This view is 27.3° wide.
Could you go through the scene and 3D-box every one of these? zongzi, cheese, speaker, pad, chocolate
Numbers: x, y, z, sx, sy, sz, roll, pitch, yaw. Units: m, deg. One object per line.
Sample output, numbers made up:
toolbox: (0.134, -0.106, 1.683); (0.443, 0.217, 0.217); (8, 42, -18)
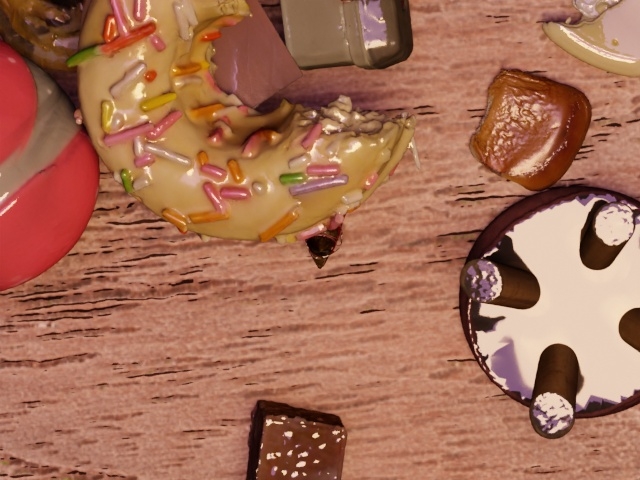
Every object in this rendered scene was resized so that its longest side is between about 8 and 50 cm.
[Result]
zongzi: (0.000, 0.000, 1.531); (0.067, 0.073, 0.083); (4, 54, 2)
cheese: (0.378, -0.212, 1.495); (0.235, 0.050, 0.127); (41, 94, 1)
speaker: (-0.388, -0.089, 1.413); (0.294, 0.294, 0.294); (0, 94, 2)
pad: (-0.123, -0.179, 1.449); (0.188, 0.006, 0.113); (-32, 88, 17)
chocolate: (-0.040, 0.354, 1.531); (0.112, 0.112, 0.321); (7, 93, -8)

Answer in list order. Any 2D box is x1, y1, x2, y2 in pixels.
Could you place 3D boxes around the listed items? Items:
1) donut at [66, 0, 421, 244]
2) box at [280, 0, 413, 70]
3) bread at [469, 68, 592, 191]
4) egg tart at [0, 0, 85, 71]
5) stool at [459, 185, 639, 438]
donut: (-0.103, -0.155, 1.358); (0.307, 0.150, 0.371); (-30, 102, 16)
box: (0.025, -0.290, 1.461); (0.129, 0.148, 0.210); (-7, 94, 14)
bread: (0.241, -0.126, 1.512); (0.126, 0.044, 0.129); (23, 98, 2)
egg tart: (-0.252, -0.330, 1.462); (0.297, 0.132, 0.297); (-2, 77, 10)
stool: (0.282, 0.076, 1.445); (0.272, 0.178, 0.272); (1, 94, 10)
